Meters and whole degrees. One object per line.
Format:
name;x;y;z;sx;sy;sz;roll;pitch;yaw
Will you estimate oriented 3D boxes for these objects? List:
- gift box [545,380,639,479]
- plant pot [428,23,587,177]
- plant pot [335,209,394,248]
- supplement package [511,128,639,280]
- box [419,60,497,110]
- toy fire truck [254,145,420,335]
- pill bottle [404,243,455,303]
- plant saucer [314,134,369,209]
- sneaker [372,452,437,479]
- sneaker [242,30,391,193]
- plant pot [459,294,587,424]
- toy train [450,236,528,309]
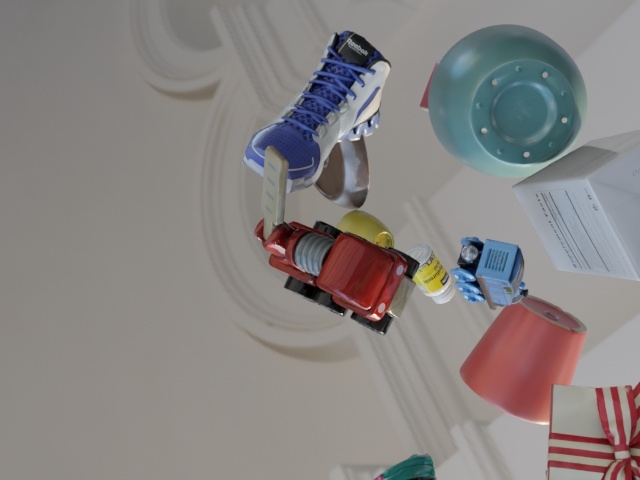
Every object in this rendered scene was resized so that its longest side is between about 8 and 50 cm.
gift box;0.504;0.372;1.402;0.258;0.277;0.255;67;-156;-56
plant pot;0.350;-0.245;1.571;0.293;0.293;0.235;40;-166;-7
plant pot;0.107;0.004;1.907;0.134;0.134;0.095;18;177;-39
supplement package;0.465;-0.059;1.361;0.175;0.178;0.293;60;174;-5
box;0.362;-0.333;2.005;0.149;0.126;0.232;17;-173;-25
toy fire truck;0.000;0.000;1.195;0.217;0.158;0.246;22;173;40
pill bottle;0.211;0.066;1.657;0.116;0.065;0.065;51;-158;-27
plant saucer;0.015;-0.211;1.927;0.050;0.310;0.310;-18;-120;-21
sneaker;0.153;0.393;1.189;0.295;0.124;0.178;43;-169;-42
sneaker;0.008;-0.222;1.321;0.127;0.182;0.315;33;-135;15
plant pot;0.515;0.280;2.117;0.275;0.243;0.275;22;-165;-6
toy train;0.273;0.057;1.365;0.105;0.080;0.184;14;162;24
